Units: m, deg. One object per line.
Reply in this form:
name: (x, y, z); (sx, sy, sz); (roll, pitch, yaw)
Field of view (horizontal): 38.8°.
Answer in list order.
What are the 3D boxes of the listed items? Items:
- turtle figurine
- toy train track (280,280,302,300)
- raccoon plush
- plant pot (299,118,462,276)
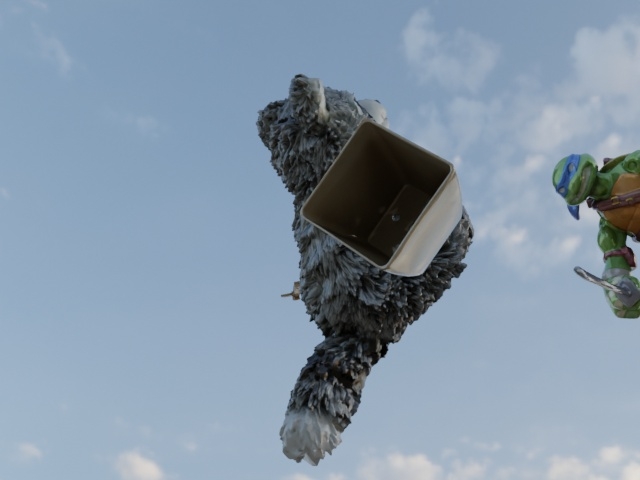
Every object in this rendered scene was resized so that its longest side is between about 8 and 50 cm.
turtle figurine: (0.357, -0.012, 0.852); (0.266, 0.198, 0.275); (18, -14, 1)
toy train track: (-0.034, 0.078, 1.340); (0.048, 0.014, 0.083); (-11, -19, -6)
raccoon plush: (0.000, 0.000, 1.099); (0.299, 0.446, 0.216); (41, -44, -15)
plant pot: (0.068, -0.028, 0.832); (0.109, 0.109, 0.096); (34, -1, 34)
